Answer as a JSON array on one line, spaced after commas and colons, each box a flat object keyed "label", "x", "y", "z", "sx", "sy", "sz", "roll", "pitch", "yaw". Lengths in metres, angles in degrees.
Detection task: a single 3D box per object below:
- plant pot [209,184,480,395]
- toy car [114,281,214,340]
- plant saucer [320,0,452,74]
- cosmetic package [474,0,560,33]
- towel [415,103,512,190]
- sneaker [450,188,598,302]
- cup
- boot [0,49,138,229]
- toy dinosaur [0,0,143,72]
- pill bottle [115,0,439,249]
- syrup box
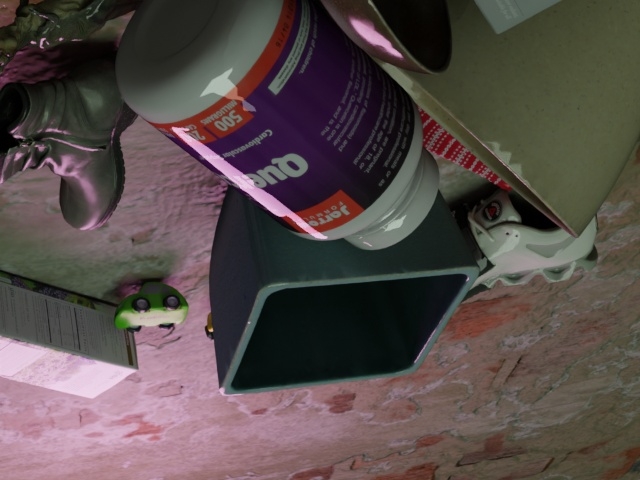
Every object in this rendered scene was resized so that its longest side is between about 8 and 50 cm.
[{"label": "plant pot", "x": 0.000, "y": 0.000, "z": 1.521, "sx": 0.247, "sy": 0.252, "sz": 0.247, "roll": -4, "pitch": 148, "yaw": -19}, {"label": "toy car", "x": -0.166, "y": 0.079, "z": 1.773, "sx": 0.225, "sy": 0.053, "sz": 0.239, "roll": -3, "pitch": 147, "yaw": -21}, {"label": "plant saucer", "x": 0.019, "y": -0.266, "z": 1.029, "sx": 0.050, "sy": 0.310, "sz": 0.310, "roll": -21, "pitch": 150, "yaw": 20}, {"label": "cosmetic package", "x": 0.128, "y": -0.303, "z": 1.087, "sx": 0.107, "sy": 0.238, "sz": 0.127, "roll": -25, "pitch": 148, "yaw": 15}, {"label": "towel", "x": 0.215, "y": -0.151, "z": 1.596, "sx": 0.199, "sy": 0.031, "sz": 0.275, "roll": -36, "pitch": 145, "yaw": 29}, {"label": "sneaker", "x": 0.208, "y": -0.004, "z": 1.773, "sx": 0.331, "sy": 0.122, "sz": 0.146, "roll": -15, "pitch": 137, "yaw": -6}, {"label": "cup", "x": 0.202, "y": -0.197, "z": 1.275, "sx": 0.237, "sy": 0.331, "sz": 0.331, "roll": -47, "pitch": 144, "yaw": 5}, {"label": "boot", "x": -0.279, "y": -0.088, "z": 1.359, "sx": 0.161, "sy": 0.083, "sz": 0.246, "roll": -24, "pitch": 151, "yaw": -37}, {"label": "toy dinosaur", "x": -0.208, "y": -0.229, "z": 1.207, "sx": 0.268, "sy": 0.064, "sz": 0.118, "roll": -23, "pitch": 136, "yaw": -42}, {"label": "pill bottle", "x": -0.027, "y": -0.119, "z": 1.258, "sx": 0.182, "sy": 0.181, "sz": 0.323, "roll": -31, "pitch": 134, "yaw": 24}, {"label": "syrup box", "x": -0.355, "y": 0.125, "z": 1.714, "sx": 0.093, "sy": 0.096, "sz": 0.237, "roll": -32, "pitch": 147, "yaw": 29}]
